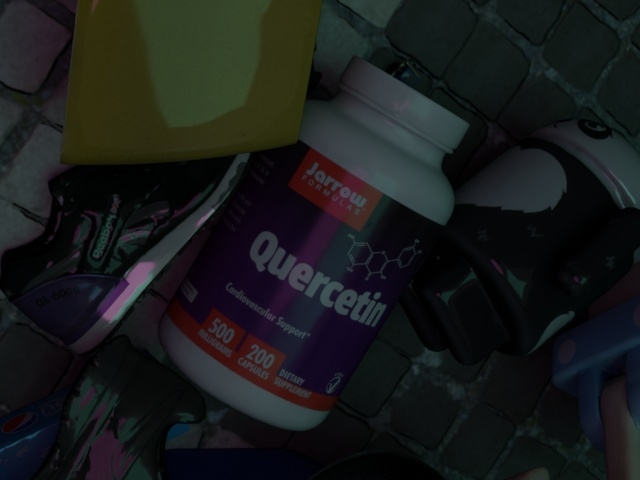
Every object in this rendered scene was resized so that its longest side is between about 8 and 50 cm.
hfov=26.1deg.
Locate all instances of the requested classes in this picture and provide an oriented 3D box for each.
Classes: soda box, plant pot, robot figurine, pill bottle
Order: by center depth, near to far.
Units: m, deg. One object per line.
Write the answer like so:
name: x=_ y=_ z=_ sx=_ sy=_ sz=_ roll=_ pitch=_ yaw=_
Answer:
plant pot: x=-0.101 y=-0.177 z=1.142 sx=0.187 sy=0.212 sz=0.212 roll=8 pitch=109 yaw=-8
pill bottle: x=0.000 y=0.000 z=1.266 sx=0.181 sy=0.181 sz=0.323 roll=27 pitch=98 yaw=-29
soda box: x=-0.235 y=0.184 z=1.295 sx=0.210 sy=0.067 sz=0.071 roll=-25 pitch=112 yaw=-18
robot figurine: x=0.204 y=-0.002 z=1.351 sx=0.278 sy=0.209 sz=0.173 roll=-37 pitch=152 yaw=-16

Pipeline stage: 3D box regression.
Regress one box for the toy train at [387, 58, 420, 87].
toy train: x=0.043 y=-0.120 z=1.366 sx=0.158 sy=0.036 sz=0.027 roll=-48 pitch=118 yaw=-7

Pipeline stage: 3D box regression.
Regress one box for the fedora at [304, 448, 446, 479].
fedora: x=0.082 y=0.354 z=1.267 sx=0.334 sy=0.152 sz=0.334 roll=-7 pitch=100 yaw=-44

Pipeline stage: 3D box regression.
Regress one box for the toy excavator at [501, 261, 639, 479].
toy excavator: x=0.334 y=0.192 z=1.356 sx=0.433 sy=0.222 sz=0.445 roll=25 pitch=52 yaw=-27

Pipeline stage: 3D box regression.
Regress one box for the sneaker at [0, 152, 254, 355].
sneaker: x=-0.174 y=-0.038 z=1.250 sx=0.124 sy=0.107 sz=0.283 roll=40 pitch=84 yaw=-22

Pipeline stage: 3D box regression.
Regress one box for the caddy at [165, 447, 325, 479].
caddy: x=-0.075 y=0.337 z=1.349 sx=0.341 sy=0.179 sz=0.241 roll=3 pitch=101 yaw=-26

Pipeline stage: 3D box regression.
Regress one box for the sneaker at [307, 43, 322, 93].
sneaker: x=-0.052 y=-0.191 z=1.288 sx=0.085 sy=0.058 sz=0.152 roll=-33 pitch=119 yaw=-8

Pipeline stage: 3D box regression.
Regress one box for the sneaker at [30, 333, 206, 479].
sneaker: x=-0.198 y=0.230 z=1.201 sx=0.130 sy=0.109 sz=0.286 roll=28 pitch=87 yaw=-3
